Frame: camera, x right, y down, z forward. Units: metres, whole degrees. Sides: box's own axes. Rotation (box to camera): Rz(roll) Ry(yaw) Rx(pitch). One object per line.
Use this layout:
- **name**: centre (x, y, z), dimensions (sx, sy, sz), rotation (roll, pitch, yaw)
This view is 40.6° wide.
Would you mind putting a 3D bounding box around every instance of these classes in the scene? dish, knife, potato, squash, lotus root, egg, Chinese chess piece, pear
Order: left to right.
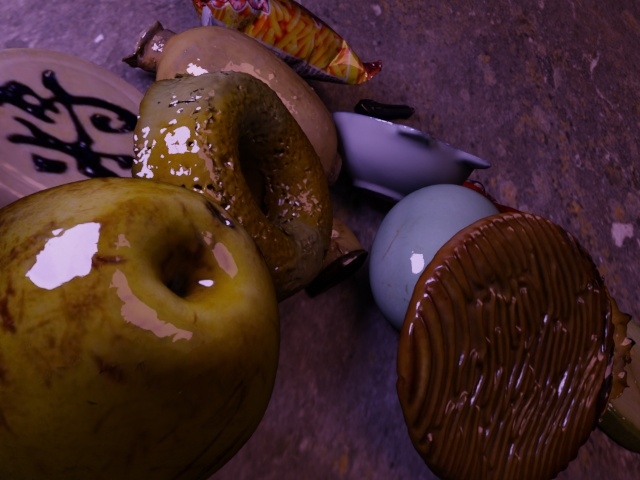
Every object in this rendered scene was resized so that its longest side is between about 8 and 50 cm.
- **Chinese chess piece**: centre (-0.266, -0.078, 0.871), dimensions (0.257, 0.104, 0.257), rotation (22, 41, -21)
- **pear**: centre (-0.166, 0.076, 0.671), dimensions (0.284, 0.283, 0.283), rotation (21, 42, -20)
- **lotus root**: centre (-0.095, -0.173, 1.071), dimensions (0.303, 0.131, 0.146), rotation (35, 38, -4)
- **potato**: centre (0.000, 0.000, 1.031), dimensions (0.103, 0.066, 0.096), rotation (46, 36, 12)
- **knife**: centre (0.102, -0.203, 1.345), dimensions (0.121, 0.018, 0.031), rotation (-6, 58, -43)
- **dish**: centre (0.109, -0.090, 1.143), dimensions (0.228, 0.086, 0.236), rotation (19, 0, 21)
- **egg**: centre (0.143, 0.026, 1.031), dimensions (0.168, 0.168, 0.231), rotation (35, 38, -4)
- **squash**: centre (0.421, 0.187, 1.191), dimensions (0.219, 0.041, 0.219), rotation (21, 43, -21)

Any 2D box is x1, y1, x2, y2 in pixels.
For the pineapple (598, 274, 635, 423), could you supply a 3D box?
- **pineapple**: centre (0.290, 0.134, 1.071), dimensions (0.225, 0.076, 0.224), rotation (4, 81, -24)

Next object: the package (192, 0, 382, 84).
- **package**: centre (-0.073, -0.298, 1.216), dimensions (0.288, 0.108, 0.223), rotation (23, 19, -29)

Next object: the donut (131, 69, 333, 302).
- **donut**: centre (-0.077, -0.052, 0.886), dimensions (0.272, 0.107, 0.271), rotation (47, 34, -48)

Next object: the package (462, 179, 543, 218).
- **package**: centre (0.247, -0.026, 1.247), dimensions (0.270, 0.071, 0.194), rotation (25, 26, -10)

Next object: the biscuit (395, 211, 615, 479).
- **biscuit**: centre (0.213, 0.126, 0.946), dimensions (0.318, 0.040, 0.317), rotation (-1, 91, -33)
